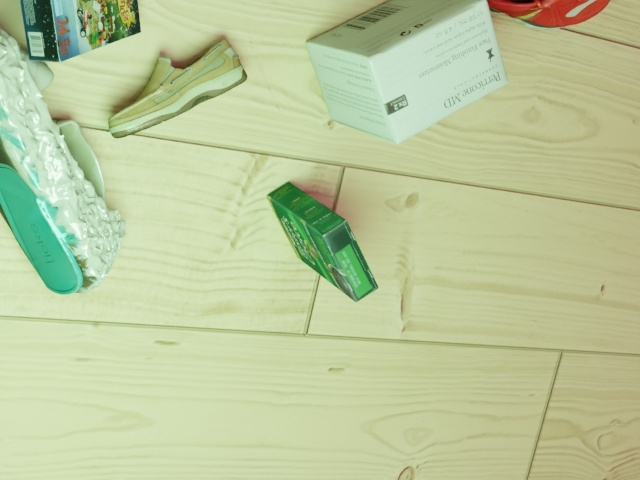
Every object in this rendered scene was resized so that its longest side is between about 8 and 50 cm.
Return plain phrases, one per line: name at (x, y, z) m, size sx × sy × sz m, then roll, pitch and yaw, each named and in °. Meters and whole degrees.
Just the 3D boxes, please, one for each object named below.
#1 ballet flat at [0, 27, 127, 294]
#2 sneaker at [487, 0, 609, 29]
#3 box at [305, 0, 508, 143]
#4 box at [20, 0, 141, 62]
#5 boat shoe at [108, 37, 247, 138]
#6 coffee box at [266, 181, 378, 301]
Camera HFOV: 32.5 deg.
ballet flat at (-0.342, -0.124, 1.246) m, size 0.147 × 0.147 × 0.409 m, roll -32°, pitch 121°, yaw -16°
sneaker at (0.301, -0.340, 1.505) m, size 0.279 × 0.118 × 0.107 m, roll -2°, pitch 107°, yaw -28°
box at (0.108, -0.227, 1.402) m, size 0.181 × 0.182 × 0.119 m, roll -30°, pitch 117°, yaw -17°
box at (-0.268, -0.326, 1.193) m, size 0.159 × 0.044 × 0.233 m, roll -41°, pitch 133°, yaw -56°
boat shoe at (-0.183, -0.189, 1.335) m, size 0.190 × 0.068 × 0.072 m, roll -32°, pitch 106°, yaw -27°
coffee box at (0.000, 0.000, 1.417) m, size 0.040 × 0.184 × 0.113 m, roll -33°, pitch 120°, yaw -12°
